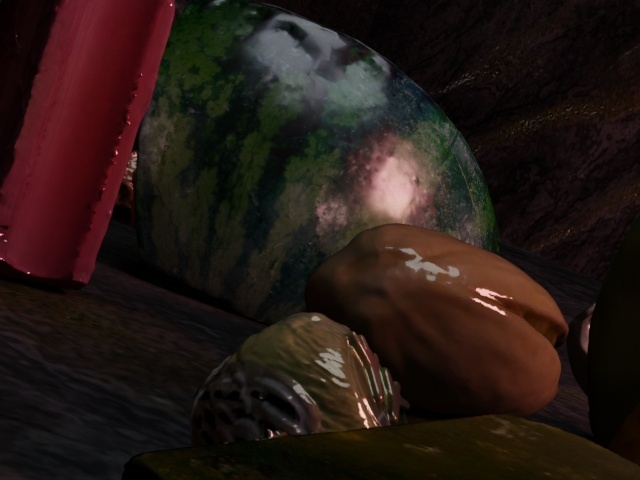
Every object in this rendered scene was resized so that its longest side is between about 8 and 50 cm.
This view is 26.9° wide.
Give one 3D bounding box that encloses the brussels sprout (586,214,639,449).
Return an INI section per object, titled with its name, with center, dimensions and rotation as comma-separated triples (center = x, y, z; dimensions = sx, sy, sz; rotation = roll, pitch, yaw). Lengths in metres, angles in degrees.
[brussels sprout]
center = 0.290, 0.067, 0.698
dimensions = 0.289, 0.281, 0.354
rotation = 44, -12, 37

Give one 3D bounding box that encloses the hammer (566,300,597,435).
[hammer]
center = 0.259, 0.130, 0.957
dimensions = 0.226, 0.041, 0.158
rotation = 42, -22, 49

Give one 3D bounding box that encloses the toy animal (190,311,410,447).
[toy animal]
center = -0.010, 0.094, 0.565
dimensions = 0.098, 0.098, 0.137
rotation = 18, 32, -16

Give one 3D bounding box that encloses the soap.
[soap]
center = -0.184, -0.103, 0.907
dimensions = 0.099, 0.249, 0.162
rotation = 15, 10, -28

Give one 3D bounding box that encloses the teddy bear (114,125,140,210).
[teddy bear]
center = -0.108, -0.120, 1.416
dimensions = 0.246, 0.222, 0.296
rotation = 22, 7, -7

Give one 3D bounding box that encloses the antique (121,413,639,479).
[antique]
center = 0.035, 0.111, 0.431
dimensions = 0.081, 0.080, 0.221
rotation = 27, 15, 40

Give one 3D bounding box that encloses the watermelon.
[watermelon]
center = -0.008, 0.000, 1.111
dimensions = 0.292, 0.319, 0.222
rotation = 15, 40, 14

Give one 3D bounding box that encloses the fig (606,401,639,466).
[fig]
center = 0.178, 0.154, 0.577
dimensions = 0.134, 0.146, 0.201
rotation = 8, -31, 11

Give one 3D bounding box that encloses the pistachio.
[pistachio]
center = 0.089, 0.063, 0.954
dimensions = 0.226, 0.135, 0.136
rotation = 23, 4, -33
